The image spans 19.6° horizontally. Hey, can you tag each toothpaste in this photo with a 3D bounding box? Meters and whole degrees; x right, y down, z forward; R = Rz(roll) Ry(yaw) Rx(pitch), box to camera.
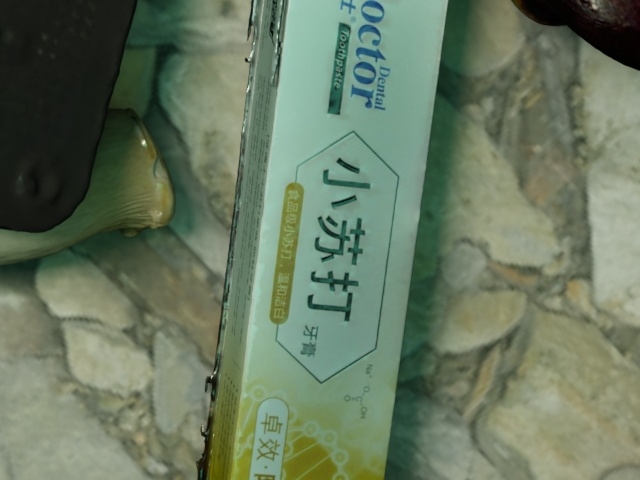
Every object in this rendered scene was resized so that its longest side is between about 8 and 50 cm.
[{"bbox_3d":[0.000,0.000,0.915,0.089,0.071,0.312,5,99,-11],"label":"toothpaste"}]

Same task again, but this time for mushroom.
[{"bbox_3d":[-0.206,-0.034,0.874,0.278,0.096,0.099,8,133,-8],"label":"mushroom"}]

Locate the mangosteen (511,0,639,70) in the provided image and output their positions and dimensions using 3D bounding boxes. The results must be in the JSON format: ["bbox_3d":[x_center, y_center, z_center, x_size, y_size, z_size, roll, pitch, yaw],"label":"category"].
[{"bbox_3d":[0.146,-0.180,0.844,0.250,0.211,0.211,12,99,20],"label":"mangosteen"}]

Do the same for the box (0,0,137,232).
[{"bbox_3d":[-0.155,-0.191,0.780,0.211,0.058,0.350,19,80,-41],"label":"box"}]
